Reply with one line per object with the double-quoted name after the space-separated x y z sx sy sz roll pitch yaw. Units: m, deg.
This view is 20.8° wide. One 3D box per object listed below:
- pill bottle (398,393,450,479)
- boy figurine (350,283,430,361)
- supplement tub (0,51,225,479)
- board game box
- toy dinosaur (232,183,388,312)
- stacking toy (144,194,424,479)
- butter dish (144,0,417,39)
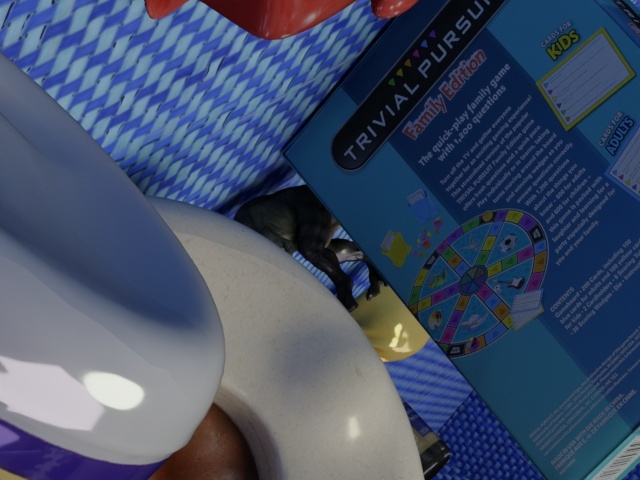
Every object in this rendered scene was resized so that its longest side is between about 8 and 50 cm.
0.010 0.166 1.671 0.123 0.219 0.123 -41 168 -11 "pill bottle"
-0.001 0.151 1.817 0.285 0.092 0.177 -47 -153 -1 "boy figurine"
-0.221 0.078 0.586 0.331 0.241 0.241 -46 168 9 "supplement tub"
0.162 -0.031 1.204 0.254 0.336 0.079 -49 154 23 "board game box"
0.000 0.000 1.324 0.268 0.118 0.064 -31 174 -43 "toy dinosaur"
-0.193 0.212 1.135 0.351 0.350 0.480 -31 178 -46 "stacking toy"
0.004 -0.154 0.823 0.160 0.118 0.160 -39 166 -18 "butter dish"
